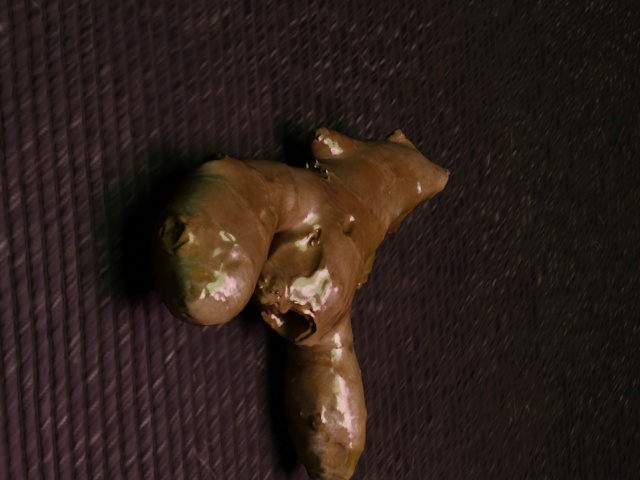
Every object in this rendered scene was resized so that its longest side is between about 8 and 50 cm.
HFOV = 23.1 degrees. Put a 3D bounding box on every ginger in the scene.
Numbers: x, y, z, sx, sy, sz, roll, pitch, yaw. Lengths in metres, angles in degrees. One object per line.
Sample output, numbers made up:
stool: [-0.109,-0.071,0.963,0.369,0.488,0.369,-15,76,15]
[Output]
ginger: [-0.020,-0.006,1.416,0.363,0.122,0.348,46,47,-41]
